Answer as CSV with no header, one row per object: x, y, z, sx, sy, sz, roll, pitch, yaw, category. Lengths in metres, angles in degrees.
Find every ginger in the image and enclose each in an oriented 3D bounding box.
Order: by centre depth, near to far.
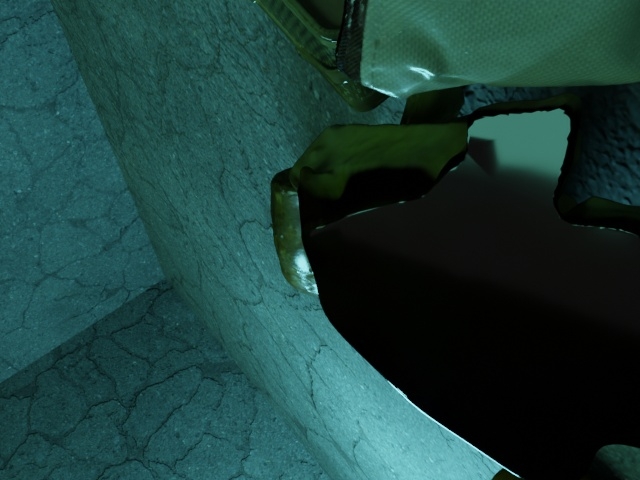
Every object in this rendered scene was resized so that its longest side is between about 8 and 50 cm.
0.181,0.003,0.618,0.413,0.211,0.358,48,141,-1,ginger

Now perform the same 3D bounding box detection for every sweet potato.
0.000,0.000,1.026,0.158,0.157,0.370,45,156,27,sweet potato

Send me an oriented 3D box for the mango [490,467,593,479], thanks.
0.335,0.430,0.894,0.317,0.173,0.211,58,168,-32,mango

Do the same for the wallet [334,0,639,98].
0.134,-0.207,0.340,0.274,0.068,0.335,7,143,3,wallet

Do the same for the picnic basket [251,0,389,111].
0.007,-0.258,0.548,0.267,0.165,0.139,50,-176,16,picnic basket
